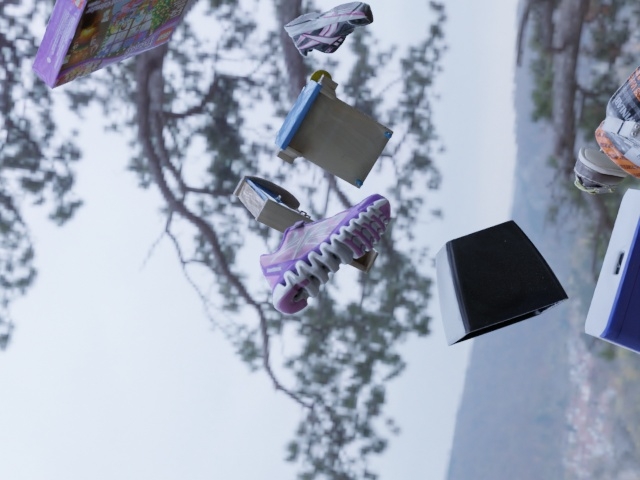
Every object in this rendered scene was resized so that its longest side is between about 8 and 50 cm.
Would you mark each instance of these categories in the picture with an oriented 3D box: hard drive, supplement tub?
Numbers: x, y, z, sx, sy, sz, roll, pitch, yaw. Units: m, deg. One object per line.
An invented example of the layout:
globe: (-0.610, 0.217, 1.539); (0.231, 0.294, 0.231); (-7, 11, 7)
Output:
hard drive: (0.513, 0.071, 1.539); (0.319, 0.040, 0.210); (21, -95, -43)
supplement tub: (0.689, -0.277, 2.014); (0.316, 0.194, 0.193); (-54, 8, 33)

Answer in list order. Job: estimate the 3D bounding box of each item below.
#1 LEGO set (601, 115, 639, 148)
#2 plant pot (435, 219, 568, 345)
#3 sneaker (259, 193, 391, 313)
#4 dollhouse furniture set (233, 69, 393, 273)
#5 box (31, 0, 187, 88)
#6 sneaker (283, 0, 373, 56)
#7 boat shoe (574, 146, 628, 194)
LEGO set: (0.484, -0.123, 1.324); (0.087, 0.227, 0.093); (-64, 18, 2)
plant pot: (0.297, 0.070, 1.846); (0.187, 0.188, 0.166); (104, 146, -77)
sneaker: (0.000, 0.000, 1.598); (0.236, 0.104, 0.095); (-40, -31, -3)
dollhouse furniture set: (0.021, -0.148, 2.038); (0.303, 0.286, 0.198); (-61, 24, 8)
box: (-0.335, -0.382, 1.761); (0.293, 0.057, 0.201); (-36, -12, -46)
sneaker: (0.025, -0.382, 1.910); (0.072, 0.178, 0.077); (-47, -57, -43)
boat shoe: (0.647, -0.155, 2.434); (0.096, 0.117, 0.324); (-58, -16, 20)
